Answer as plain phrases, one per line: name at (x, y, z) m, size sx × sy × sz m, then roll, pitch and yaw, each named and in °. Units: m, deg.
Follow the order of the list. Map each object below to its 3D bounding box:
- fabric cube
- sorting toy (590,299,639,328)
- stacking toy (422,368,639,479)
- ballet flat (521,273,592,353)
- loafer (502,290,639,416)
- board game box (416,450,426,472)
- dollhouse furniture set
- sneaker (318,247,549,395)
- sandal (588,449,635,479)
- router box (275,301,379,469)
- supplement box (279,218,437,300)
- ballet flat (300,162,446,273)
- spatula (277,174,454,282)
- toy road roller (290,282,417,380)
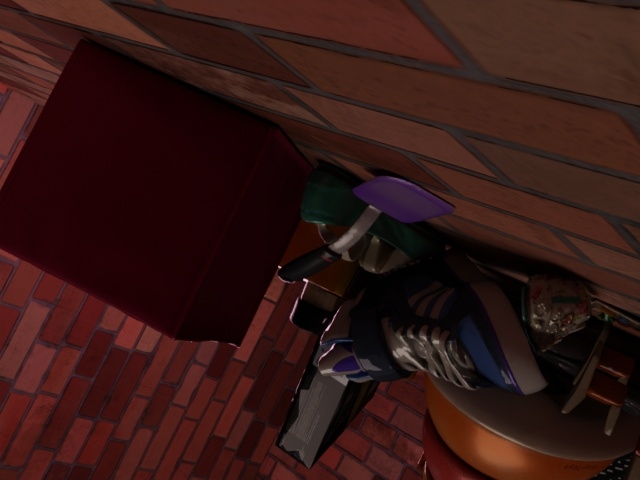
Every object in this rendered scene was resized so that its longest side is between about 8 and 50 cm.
fabric cube at (-0.185, -0.042, 1.042) m, size 0.258 × 0.254 × 0.259 m, roll 24°, pitch 176°, yaw 13°
sorting toy at (0.348, 0.091, 1.026) m, size 0.062 × 0.012 × 0.083 m, roll 25°, pitch 176°, yaw 20°
stacking toy at (0.267, 0.374, 1.389) m, size 0.351 × 0.479 × 0.350 m, roll 14°, pitch -155°, yaw -7°
ballet flat at (0.272, 0.085, 1.004) m, size 0.077 × 0.091 × 0.241 m, roll -5°, pitch 174°, yaw 13°
loafer at (0.328, 0.132, 1.207) m, size 0.303 × 0.095 × 0.109 m, roll 29°, pitch 168°, yaw 15°
board game box at (0.454, 0.384, 1.779) m, size 0.356 × 0.356 × 0.356 m, roll 25°, pitch 176°, yaw 19°
dollhouse furniture set at (0.417, 0.198, 0.969) m, size 0.262 × 0.135 × 0.259 m, roll 26°, pitch -153°, yaw 17°
sneaker at (0.117, 0.136, 1.060) m, size 0.130 × 0.236 × 0.323 m, roll 61°, pitch -178°, yaw -21°
sandal at (0.549, 0.297, 1.330) m, size 0.167 × 0.107 × 0.446 m, roll 40°, pitch 149°, yaw -12°
router box at (0.054, 0.212, 1.507) m, size 0.081 × 0.308 × 0.243 m, roll 32°, pitch -145°, yaw 16°
supplement box at (0.039, 0.019, 1.294) m, size 0.191 × 0.129 × 0.194 m, roll 23°, pitch 175°, yaw 42°
ballet flat at (0.060, -0.009, 1.071) m, size 0.247 × 0.087 × 0.083 m, roll 29°, pitch 176°, yaw -43°
spatula at (0.028, -0.004, 0.967) m, size 0.084 × 0.030 × 0.296 m, roll 29°, pitch 144°, yaw -20°
toy road roller at (0.124, 0.119, 1.754) m, size 0.330 × 0.202 × 0.241 m, roll 26°, pitch -169°, yaw 25°
